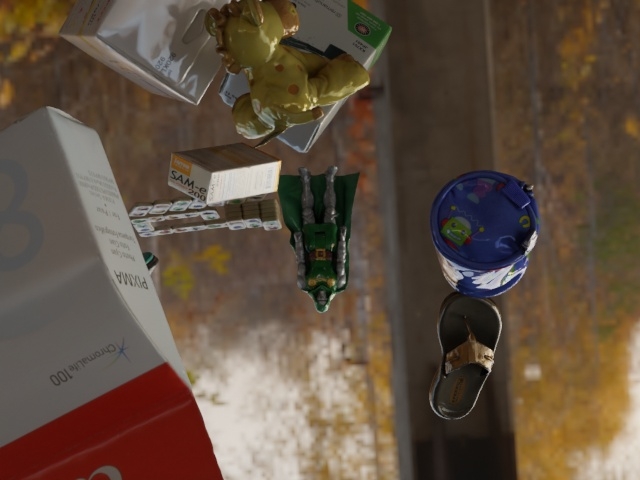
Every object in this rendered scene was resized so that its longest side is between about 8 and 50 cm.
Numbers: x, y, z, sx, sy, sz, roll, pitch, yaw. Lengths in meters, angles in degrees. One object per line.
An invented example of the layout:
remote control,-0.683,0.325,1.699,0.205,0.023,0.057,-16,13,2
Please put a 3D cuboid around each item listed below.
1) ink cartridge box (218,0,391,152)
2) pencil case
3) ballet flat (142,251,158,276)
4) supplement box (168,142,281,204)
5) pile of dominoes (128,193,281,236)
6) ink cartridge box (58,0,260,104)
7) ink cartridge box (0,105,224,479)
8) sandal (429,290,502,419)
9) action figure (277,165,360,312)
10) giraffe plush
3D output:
ink cartridge box,-0.021,-0.247,2.050,0.153,0.208,0.087,33,150,1
pencil case,0.200,-0.007,1.787,0.133,0.119,0.306,-35,170,0
ballet flat,-0.275,0.087,1.769,0.203,0.074,0.074,-30,-173,-19
supplement box,-0.096,-0.068,1.493,0.098,0.036,0.062,-12,-150,-44
pile of dominoes,-0.194,-0.032,2.466,0.251,0.040,0.196,-7,166,3
ink cartridge box,-0.220,-0.303,1.992,0.168,0.171,0.232,32,176,-23
ink cartridge box,-0.269,0.128,1.220,0.308,0.385,0.091,-28,161,17
sandal,0.194,0.163,2.000,0.090,0.219,0.060,5,-148,-10
action figure,0.000,0.000,2.307,0.137,0.232,0.063,-4,163,2
giraffe plush,-0.066,-0.225,1.830,0.181,0.170,0.210,-19,-166,32
